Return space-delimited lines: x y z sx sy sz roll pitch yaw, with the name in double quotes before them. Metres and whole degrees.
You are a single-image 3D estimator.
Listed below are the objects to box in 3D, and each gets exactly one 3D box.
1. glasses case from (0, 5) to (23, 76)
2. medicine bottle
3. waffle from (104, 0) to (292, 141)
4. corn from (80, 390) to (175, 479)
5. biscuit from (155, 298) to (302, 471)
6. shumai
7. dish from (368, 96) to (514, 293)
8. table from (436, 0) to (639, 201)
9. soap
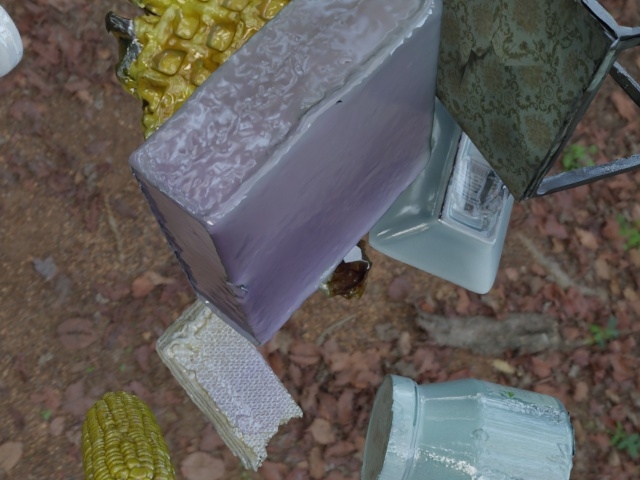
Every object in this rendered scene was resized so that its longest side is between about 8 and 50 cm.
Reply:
"glasses case" -0.275 -0.138 0.674 0.063 0.164 0.041 63 39 -36
"medicine bottle" 0.228 0.342 1.571 0.290 0.245 0.245 14 59 -7
"waffle" -0.097 -0.259 1.327 0.095 0.379 0.382 28 41 -70
"corn" -0.170 0.195 0.849 0.080 0.238 0.080 -3 104 -14
"biscuit" -0.121 0.189 1.290 0.108 0.062 0.239 -47 121 -28
"shumai" 0.000 0.000 1.339 0.201 0.120 0.201 -10 104 -43
"dish" 0.180 -0.076 1.199 0.182 0.080 0.243 23 74 -20
"table" 0.262 -0.256 1.029 0.272 0.222 0.335 -15 57 -27
"soap" -0.011 -0.071 0.881 0.107 0.296 0.285 39 73 18
